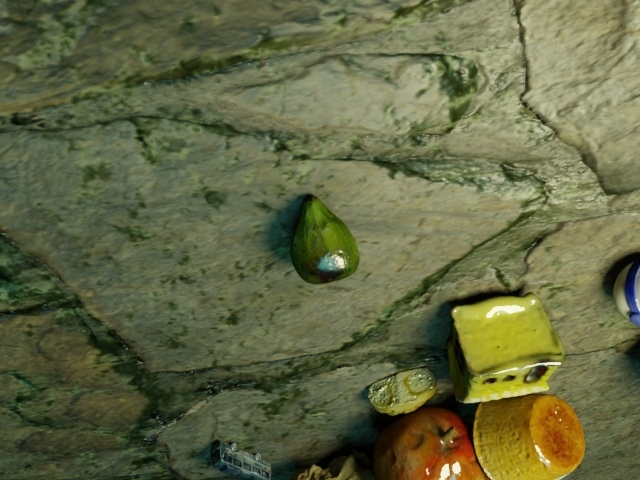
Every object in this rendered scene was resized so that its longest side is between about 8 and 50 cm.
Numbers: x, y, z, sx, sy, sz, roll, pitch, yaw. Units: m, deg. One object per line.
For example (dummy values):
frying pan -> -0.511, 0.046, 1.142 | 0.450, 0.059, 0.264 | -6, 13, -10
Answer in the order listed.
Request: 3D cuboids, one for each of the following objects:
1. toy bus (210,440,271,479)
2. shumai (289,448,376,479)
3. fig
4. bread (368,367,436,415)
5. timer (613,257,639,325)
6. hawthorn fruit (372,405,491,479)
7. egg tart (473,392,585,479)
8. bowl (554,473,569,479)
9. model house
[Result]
toy bus -> -0.194, 0.550, 1.371 | 0.166, 0.065, 0.047 | 36, 115, -28
shumai -> 0.073, 0.657, 1.347 | 0.262, 0.267, 0.314 | -20, 166, 5
fig -> 0.000, 0.000, 0.994 | 0.123, 0.123, 0.156 | -18, 87, 6
bread -> 0.188, 0.357, 1.280 | 0.157, 0.083, 0.094 | -11, 138, -1
timer -> 0.743, 0.190, 1.144 | 0.270, 0.270, 0.383 | -40, 107, 20
hawthorn fruit -> 0.253, 0.497, 1.258 | 0.276, 0.277, 0.298 | 1, 133, -7
egg tart -> 0.441, 0.420, 1.178 | 0.215, 0.215, 0.171 | 17, 151, -18
bowl -> 0.512, 0.508, 1.391 | 0.237, 0.126, 0.238 | -3, 126, -4
model house -> 0.372, 0.244, 1.178 | 0.193, 0.175, 0.234 | -11, 145, -1
